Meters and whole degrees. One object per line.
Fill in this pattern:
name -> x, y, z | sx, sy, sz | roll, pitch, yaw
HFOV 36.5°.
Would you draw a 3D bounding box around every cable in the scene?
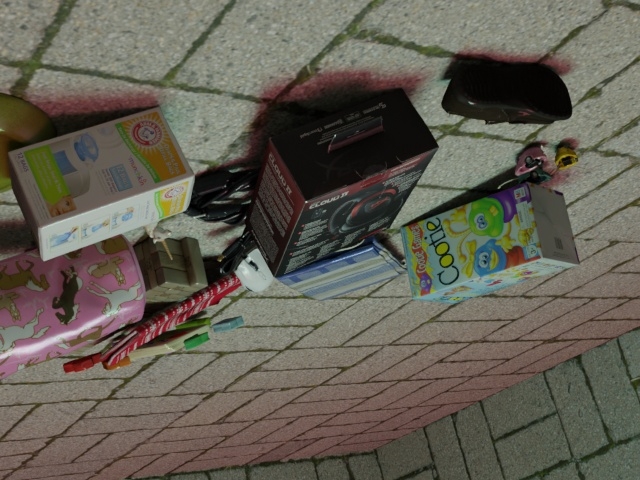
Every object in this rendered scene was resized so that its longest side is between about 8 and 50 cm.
cable -> -0.119, -0.066, 1.491 | 0.184, 0.047, 0.150 | -18, 157, 6

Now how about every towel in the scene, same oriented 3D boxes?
towel -> -0.254, 0.133, 1.757 | 0.275, 0.031, 0.199 | -31, 177, -38
towel -> 0.047, 0.058, 1.886 | 0.209, 0.034, 0.285 | -20, 164, 13

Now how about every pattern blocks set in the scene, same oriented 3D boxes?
pattern blocks set -> -0.322, 0.205, 1.910 | 0.324, 0.026, 0.285 | -12, -174, 43

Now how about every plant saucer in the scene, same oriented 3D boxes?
plant saucer -> -0.448, -0.106, 1.201 | 0.241, 0.037, 0.241 | -12, 158, -5

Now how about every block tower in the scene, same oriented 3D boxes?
block tower -> -0.353, 0.097, 1.687 | 0.335, 0.091, 0.097 | -27, 156, 28

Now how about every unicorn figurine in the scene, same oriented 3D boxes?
unicorn figurine -> -0.259, -0.040, 1.446 | 0.162, 0.060, 0.111 | 18, 140, -39

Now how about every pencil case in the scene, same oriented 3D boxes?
pencil case -> -0.458, 0.105, 1.433 | 0.386, 0.167, 0.160 | -23, 145, -26

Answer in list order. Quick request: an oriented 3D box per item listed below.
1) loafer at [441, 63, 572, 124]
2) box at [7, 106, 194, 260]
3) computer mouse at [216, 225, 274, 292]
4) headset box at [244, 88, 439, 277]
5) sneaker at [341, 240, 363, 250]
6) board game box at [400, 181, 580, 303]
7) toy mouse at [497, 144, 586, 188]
loafer -> 0.261, -0.203, 1.371 | 0.220, 0.080, 0.078 | 5, 162, -29
box -> -0.277, -0.073, 1.231 | 0.203, 0.114, 0.103 | -20, 162, -22
computer mouse -> -0.115, 0.045, 1.701 | 0.106, 0.042, 0.193 | -49, 154, -8
headset box -> 0.025, -0.084, 1.390 | 0.218, 0.110, 0.293 | -24, 163, -20
sneaker -> 0.000, 0.000, 1.739 | 0.161, 0.057, 0.075 | -14, 176, -5
board game box -> 0.305, 0.010, 1.772 | 0.275, 0.142, 0.144 | -21, 160, 36
toy mouse -> 0.367, -0.129, 1.664 | 0.143, 0.031, 0.161 | -23, 157, 21
